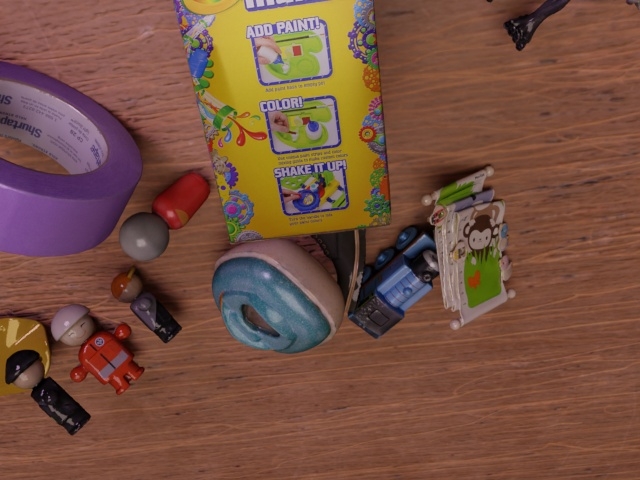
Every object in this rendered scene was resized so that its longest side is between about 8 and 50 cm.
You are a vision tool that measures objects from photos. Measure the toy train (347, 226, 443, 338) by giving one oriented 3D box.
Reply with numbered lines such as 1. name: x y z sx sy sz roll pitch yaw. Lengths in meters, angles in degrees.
1. toy train: 0.117 0.061 0.989 0.080 0.105 0.184 38 115 -21

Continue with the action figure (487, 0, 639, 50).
1. action figure: 0.323 -0.330 0.732 0.275 0.141 0.164 -31 105 20

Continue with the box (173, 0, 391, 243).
1. box: -0.030 -0.196 0.725 0.177 0.290 0.279 -7 122 4

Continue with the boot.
1. boot: 0.000 0.000 0.952 0.137 0.077 0.198 4 88 3

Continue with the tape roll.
1. tape roll: -0.361 -0.106 0.789 0.275 0.275 0.090 27 118 -15

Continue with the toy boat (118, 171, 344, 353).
1. toy boat: -0.128 0.054 0.932 0.318 0.148 0.267 44 153 -6

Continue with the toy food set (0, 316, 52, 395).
1. toy food set: -0.547 0.192 1.102 0.218 0.071 0.128 -9 97 3

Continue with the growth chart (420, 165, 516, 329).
1. growth chart: 0.223 0.011 0.951 0.172 0.021 0.237 -30 117 -31

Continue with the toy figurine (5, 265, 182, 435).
1. toy figurine: -0.341 0.159 0.995 0.148 0.209 0.213 46 119 -6
